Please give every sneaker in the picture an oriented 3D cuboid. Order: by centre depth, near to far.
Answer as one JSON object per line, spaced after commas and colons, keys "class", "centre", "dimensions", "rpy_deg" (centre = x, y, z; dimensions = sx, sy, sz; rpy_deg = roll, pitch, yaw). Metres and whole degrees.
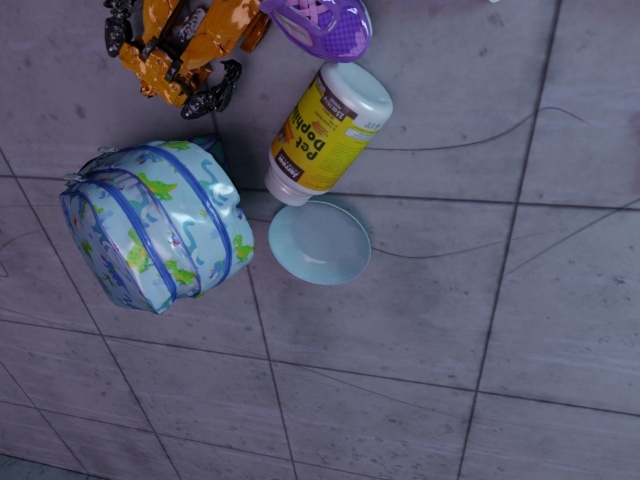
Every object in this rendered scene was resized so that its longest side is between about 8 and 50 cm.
{"class": "sneaker", "centre": [-0.035, -0.283, 0.498], "dimensions": [0.236, 0.104, 0.095], "rpy_deg": [34, 116, -26]}

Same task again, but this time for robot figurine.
{"class": "robot figurine", "centre": [-0.173, -0.309, 0.615], "dimensions": [0.211, 0.085, 0.291], "rpy_deg": [41, 126, -15]}

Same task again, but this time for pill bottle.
{"class": "pill bottle", "centre": [0.000, -0.150, 0.662], "dimensions": [0.117, 0.117, 0.215], "rpy_deg": [34, 128, -10]}

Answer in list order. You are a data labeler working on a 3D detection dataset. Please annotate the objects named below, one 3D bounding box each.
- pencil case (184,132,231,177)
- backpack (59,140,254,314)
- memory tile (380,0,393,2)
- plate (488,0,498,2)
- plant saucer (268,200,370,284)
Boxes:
{"class": "pencil case", "centre": [-0.191, -0.111, 0.782], "dimensions": [0.064, 0.070, 0.152], "rpy_deg": [3, 126, 15]}
{"class": "backpack", "centre": [-0.259, -0.018, 0.699], "dimensions": [0.355, 0.273, 0.290], "rpy_deg": [-5, 110, 34]}
{"class": "memory tile", "centre": [0.035, -0.338, 0.494], "dimensions": [0.148, 0.012, 0.113], "rpy_deg": [25, 159, 0]}
{"class": "plate", "centre": [0.220, -0.361, 0.374], "dimensions": [0.277, 0.278, 0.045], "rpy_deg": [-36, 74, 35]}
{"class": "plant saucer", "centre": [0.000, 0.000, 0.829], "dimensions": [0.195, 0.037, 0.195], "rpy_deg": [9, 128, 11]}
